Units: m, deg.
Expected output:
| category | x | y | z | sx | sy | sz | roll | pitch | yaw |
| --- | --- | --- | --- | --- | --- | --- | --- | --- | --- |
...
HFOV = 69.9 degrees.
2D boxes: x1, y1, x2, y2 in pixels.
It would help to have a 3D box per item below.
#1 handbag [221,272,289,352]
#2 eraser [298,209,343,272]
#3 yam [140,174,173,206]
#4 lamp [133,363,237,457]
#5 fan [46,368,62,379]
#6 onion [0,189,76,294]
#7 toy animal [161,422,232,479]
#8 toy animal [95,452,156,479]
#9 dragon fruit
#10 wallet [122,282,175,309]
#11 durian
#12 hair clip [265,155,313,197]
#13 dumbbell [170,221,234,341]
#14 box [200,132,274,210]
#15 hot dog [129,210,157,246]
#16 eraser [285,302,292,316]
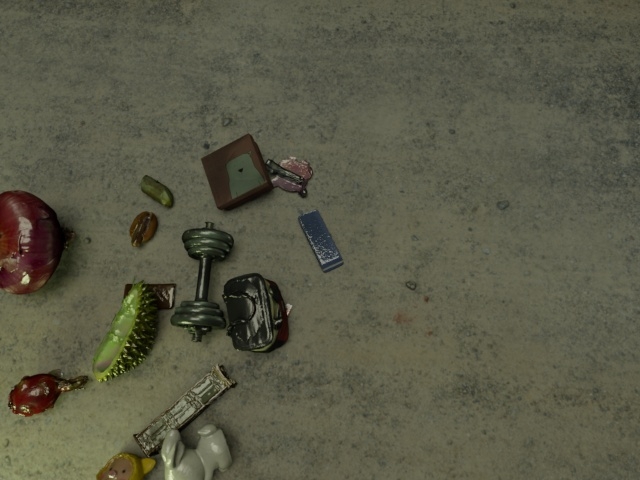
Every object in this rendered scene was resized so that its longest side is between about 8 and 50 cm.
| category | x | y | z | sx | sy | sz | roll | pitch | yaw |
| --- | --- | --- | --- | --- | --- | --- | --- | --- | --- |
| handbag | -0.202 | 0.234 | 1.471 | 0.181 | 0.181 | 0.254 | -15 | 73 | 9 |
| eraser | 0.000 | 0.000 | 1.629 | 0.082 | 0.036 | 0.225 | -25 | 73 | -6 |
| yam | -0.600 | -0.183 | 1.684 | 0.147 | 0.069 | 0.069 | 30 | 75 | 11 |
| lamp | -0.419 | 0.530 | 1.438 | 0.325 | 0.089 | 0.090 | -41 | 75 | -11 |
| fan | -0.885 | 0.466 | 1.512 | 0.060 | 0.003 | 0.080 | 0 | 72 | 2 |
| onion | -0.981 | 0.004 | 1.553 | 0.348 | 0.285 | 0.347 | 4 | 97 | 37 |
| toy animal | -0.364 | 0.633 | 1.352 | 0.193 | 0.127 | 0.178 | -8 | 102 | -26 |
| toy animal | -0.587 | 0.753 | 1.349 | 0.156 | 0.156 | 0.229 | 5 | 62 | 3 |
| dragon fruit | -0.863 | 0.476 | 1.456 | 0.246 | 0.125 | 0.125 | -11 | 66 | -11 |
| wallet | -0.593 | 0.193 | 1.584 | 0.176 | 0.026 | 0.095 | 1 | 74 | 2 |
| durian | -0.626 | 0.296 | 1.478 | 0.170 | 0.157 | 0.355 | 19 | 81 | 12 |
| hair clip | -0.118 | -0.251 | 1.712 | 0.187 | 0.056 | 0.146 | 21 | 72 | -1 |
| dumbbell | -0.389 | 0.131 | 1.521 | 0.179 | 0.179 | 0.405 | 1 | 73 | 2 |
| box | -0.301 | -0.242 | 1.663 | 0.215 | 0.086 | 0.215 | -25 | 72 | 11 |
| hot dog | -0.642 | -0.042 | 1.645 | 0.090 | 0.060 | 0.140 | 22 | 77 | 13 |
| eraser | -0.125 | 0.262 | 1.555 | 0.027 | 0.019 | 0.099 | 22 | 73 | 9 |
